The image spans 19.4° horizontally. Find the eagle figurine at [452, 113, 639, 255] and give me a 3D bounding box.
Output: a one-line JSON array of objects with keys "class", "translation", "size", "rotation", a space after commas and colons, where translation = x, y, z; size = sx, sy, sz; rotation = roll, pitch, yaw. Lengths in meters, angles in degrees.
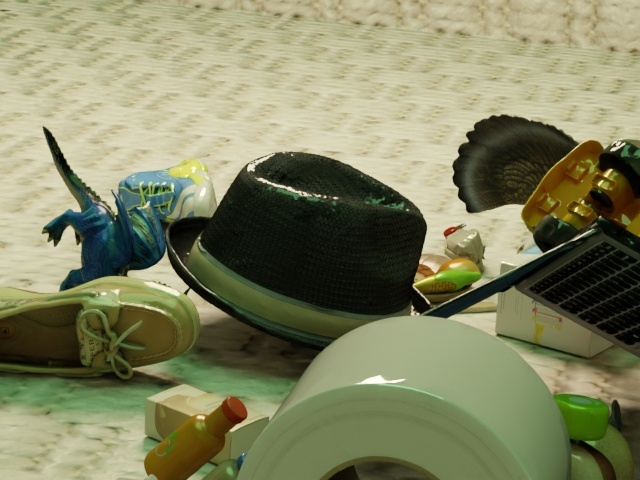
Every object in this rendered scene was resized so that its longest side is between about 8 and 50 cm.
[{"class": "eagle figurine", "translation": [0.309, -0.041, 2.323], "size": [0.225, 0.226, 0.298], "rotation": [-10, 23, -9]}]

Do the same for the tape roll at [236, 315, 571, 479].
[{"class": "tape roll", "translation": [0.068, 0.199, 1.471], "size": [0.246, 0.246, 0.169], "rotation": [7, 17, 11]}]

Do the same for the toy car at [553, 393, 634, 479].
[{"class": "toy car", "translation": [0.217, 0.198, 1.674], "size": [0.149, 0.155, 0.188], "rotation": [15, 12, 33]}]

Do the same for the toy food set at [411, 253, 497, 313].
[{"class": "toy food set", "translation": [0.130, 0.040, 2.312], "size": [0.132, 0.038, 0.192], "rotation": [-4, 19, -20]}]

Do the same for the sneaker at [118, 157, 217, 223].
[{"class": "sneaker", "translation": [-0.201, -0.045, 2.477], "size": [0.126, 0.091, 0.240], "rotation": [-11, 12, -4]}]

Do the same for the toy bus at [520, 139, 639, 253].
[{"class": "toy bus", "translation": [0.348, 0.021, 2.021], "size": [0.220, 0.211, 0.149], "rotation": [33, 74, 35]}]

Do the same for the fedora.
[{"class": "fedora", "translation": [0.000, 0.000, 2.108], "size": [0.334, 0.152, 0.334], "rotation": [19, 21, -8]}]

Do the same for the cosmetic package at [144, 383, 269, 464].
[{"class": "cosmetic package", "translation": [-0.111, 0.180, 1.829], "size": [0.115, 0.041, 0.060], "rotation": [16, 21, 35]}]

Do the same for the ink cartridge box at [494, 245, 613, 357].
[{"class": "ink cartridge box", "translation": [0.287, 0.071, 2.159], "size": [0.143, 0.090, 0.092], "rotation": [14, 20, 32]}]

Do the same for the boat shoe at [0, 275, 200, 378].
[{"class": "boat shoe", "translation": [-0.269, 0.102, 1.973], "size": [0.285, 0.104, 0.089], "rotation": [-4, 21, 12]}]

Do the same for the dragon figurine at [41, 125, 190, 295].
[{"class": "dragon figurine", "translation": [-0.231, -0.004, 2.131], "size": [0.144, 0.289, 0.085], "rotation": [-19, -18, 26]}]

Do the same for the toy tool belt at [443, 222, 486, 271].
[{"class": "toy tool belt", "translation": [0.186, 0.013, 2.411], "size": [0.052, 0.051, 0.083], "rotation": [-31, 16, -8]}]

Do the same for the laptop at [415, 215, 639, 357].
[{"class": "laptop", "translation": [0.221, 0.131, 1.813], "size": [0.408, 0.236, 0.382], "rotation": [29, -10, -1]}]

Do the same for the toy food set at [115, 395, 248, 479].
[{"class": "toy food set", "translation": [-0.114, 0.222, 1.524], "size": [0.111, 0.104, 0.232], "rotation": [48, 24, 0]}]
